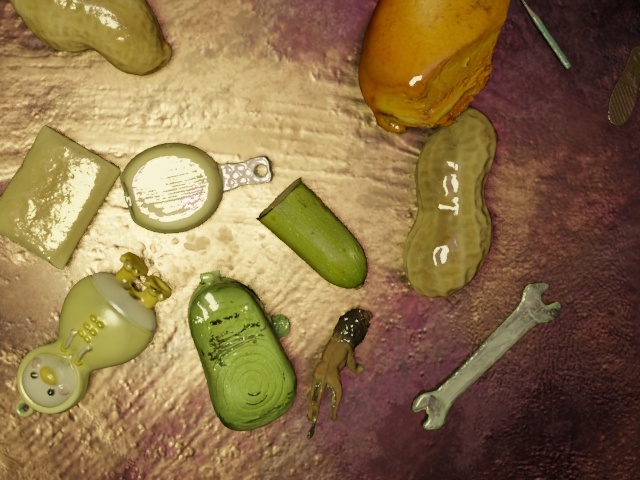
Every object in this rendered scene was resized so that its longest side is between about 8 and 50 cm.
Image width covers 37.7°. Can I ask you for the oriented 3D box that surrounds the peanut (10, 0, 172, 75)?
[{"bbox_3d":[-0.336,-0.330,1.377,0.253,0.137,0.122,22,45,-5],"label":"peanut"}]

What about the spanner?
[{"bbox_3d":[0.262,0.182,1.487,0.302,0.017,0.071,-43,94,-3],"label":"spanner"}]

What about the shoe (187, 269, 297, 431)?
[{"bbox_3d":[-0.114,0.160,1.404,0.140,0.128,0.262,-17,122,5],"label":"shoe"}]

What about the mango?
[{"bbox_3d":[0.188,-0.325,1.385,0.199,0.201,0.350,31,80,-22],"label":"mango"}]

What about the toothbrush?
[{"bbox_3d":[0.348,-0.341,1.481,0.011,0.014,0.167,-36,94,-12],"label":"toothbrush"}]

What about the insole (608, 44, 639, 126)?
[{"bbox_3d":[0.494,-0.248,1.501,0.045,0.002,0.135,21,90,-5],"label":"insole"}]

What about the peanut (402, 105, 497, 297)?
[{"bbox_3d":[0.204,-0.059,1.427,0.136,0.120,0.298,7,90,-28],"label":"peanut"}]

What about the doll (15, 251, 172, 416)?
[{"bbox_3d":[-0.347,0.153,1.387,0.141,0.117,0.296,42,88,-2],"label":"doll"}]

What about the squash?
[{"bbox_3d":[0.000,0.000,1.429,0.095,0.095,0.188,-45,99,-2],"label":"squash"}]

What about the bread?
[{"bbox_3d":[-0.397,-0.066,1.405,0.139,0.060,0.178,33,89,-6],"label":"bread"}]

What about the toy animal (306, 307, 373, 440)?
[{"bbox_3d":[0.020,0.204,1.434,0.069,0.086,0.220,14,67,16],"label":"toy animal"}]

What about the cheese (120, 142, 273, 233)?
[{"bbox_3d":[-0.184,-0.088,1.421,0.227,0.064,0.137,-12,96,-3],"label":"cheese"}]
